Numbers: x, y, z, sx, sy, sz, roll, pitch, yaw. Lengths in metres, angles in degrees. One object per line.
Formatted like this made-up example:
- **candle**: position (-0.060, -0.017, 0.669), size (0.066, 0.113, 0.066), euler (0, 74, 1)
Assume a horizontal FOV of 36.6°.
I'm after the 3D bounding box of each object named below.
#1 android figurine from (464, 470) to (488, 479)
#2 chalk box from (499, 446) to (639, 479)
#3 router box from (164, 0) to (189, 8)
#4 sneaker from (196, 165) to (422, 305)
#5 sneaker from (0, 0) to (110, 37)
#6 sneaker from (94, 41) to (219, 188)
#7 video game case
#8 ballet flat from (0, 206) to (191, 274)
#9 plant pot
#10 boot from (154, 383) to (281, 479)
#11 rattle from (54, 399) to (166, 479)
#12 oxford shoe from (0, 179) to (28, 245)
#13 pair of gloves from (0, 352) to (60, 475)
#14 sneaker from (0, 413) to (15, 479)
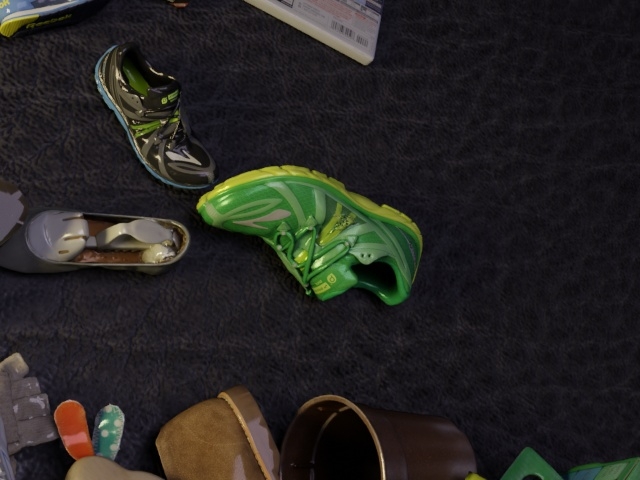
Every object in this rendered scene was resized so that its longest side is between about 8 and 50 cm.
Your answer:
- **android figurine**: position (0.116, 0.376, 0.995), size (0.273, 0.056, 0.248), euler (-57, 140, -10)
- **chalk box**: position (0.316, 0.376, 1.125), size (0.180, 0.179, 0.289), euler (-38, 94, -39)
- **router box**: position (-0.192, -0.355, 1.180), size (0.092, 0.038, 0.122), euler (21, 60, -26)
- **sneaker**: position (0.000, 0.000, 1.115), size (0.295, 0.109, 0.123), euler (17, 58, -28)
- **sneaker**: position (-0.294, -0.270, 1.067), size (0.144, 0.053, 0.059), euler (-24, 83, -39)
- **sneaker**: position (-0.179, -0.136, 1.072), size (0.067, 0.078, 0.188), euler (-38, 94, -38)
- **video game case**: position (-0.002, -0.356, 1.319), size (0.201, 0.023, 0.183), euler (23, 59, -23)
- **ballet flat**: position (-0.233, -0.005, 0.987), size (0.213, 0.068, 0.072), euler (4, 69, -32)
- **plant pot**: position (0.068, 0.251, 1.034), size (0.165, 0.167, 0.167), euler (9, 65, -40)
- **boot**: position (-0.067, 0.300, 0.947), size (0.115, 0.112, 0.305), euler (-20, 68, -25)
- **rattle**: position (-0.199, 0.265, 0.892), size (0.199, 0.143, 0.130), euler (42, 43, 19)
- **oxford shoe**: position (-0.364, 0.026, 0.891), size (0.212, 0.076, 0.076), euler (-36, 95, -22)
- **pair of gloves**: position (-0.305, 0.234, 0.853), size (0.204, 0.042, 0.240), euler (-21, 90, -44)
- **sneaker**: position (-0.277, 0.203, 0.803), size (0.071, 0.083, 0.191), euler (-7, 79, -41)
